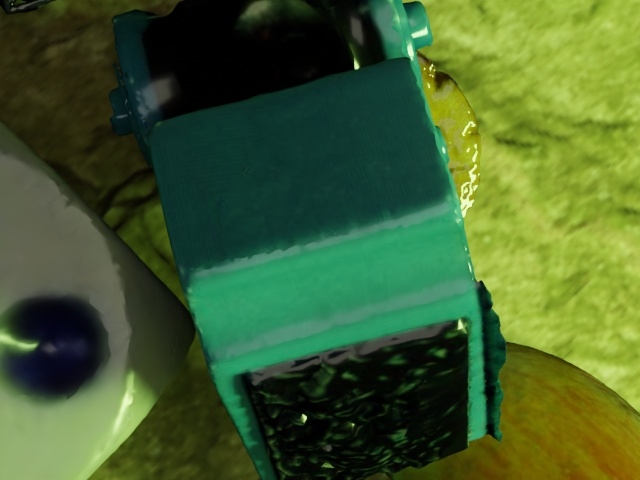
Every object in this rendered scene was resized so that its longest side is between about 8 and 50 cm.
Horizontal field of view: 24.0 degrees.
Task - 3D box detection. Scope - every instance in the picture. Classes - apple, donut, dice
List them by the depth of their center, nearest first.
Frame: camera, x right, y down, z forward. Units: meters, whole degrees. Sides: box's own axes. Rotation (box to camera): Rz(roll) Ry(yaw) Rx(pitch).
[{"bbox_3d":[-0.244,0.053,0.905,0.251,0.259,0.243,-43,98,-8],"label":"dice"},{"bbox_3d":[0.174,0.218,1.030,0.346,0.179,0.254,50,46,-6],"label":"apple"},{"bbox_3d":[0.021,-0.063,1.046,0.178,0.065,0.162,26,97,-10],"label":"donut"}]

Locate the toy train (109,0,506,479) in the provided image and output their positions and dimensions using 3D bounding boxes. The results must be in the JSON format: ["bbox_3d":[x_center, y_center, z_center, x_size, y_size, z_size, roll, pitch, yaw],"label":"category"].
[{"bbox_3d":[0.000,0.000,0.871,0.188,0.300,0.265,-16,63,0],"label":"toy train"}]

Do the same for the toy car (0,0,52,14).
[{"bbox_3d":[-0.203,-0.294,0.944,0.193,0.118,0.301,-11,112,-2],"label":"toy car"}]
